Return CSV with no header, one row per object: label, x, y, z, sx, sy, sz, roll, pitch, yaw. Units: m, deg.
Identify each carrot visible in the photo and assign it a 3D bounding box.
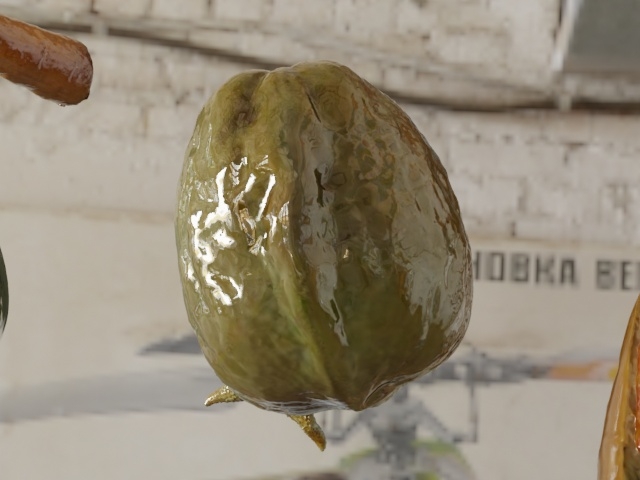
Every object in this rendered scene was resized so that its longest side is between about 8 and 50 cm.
carrot,-0.308,-0.192,1.630,0.072,0.072,0.205,-3,-13,30

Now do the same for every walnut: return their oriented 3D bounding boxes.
walnut,0.000,0.000,1.287,0.227,0.283,0.283,-15,-16,13

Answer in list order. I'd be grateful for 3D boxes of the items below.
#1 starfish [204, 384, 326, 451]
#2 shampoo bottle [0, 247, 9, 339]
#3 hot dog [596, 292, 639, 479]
starfish,-0.063,0.117,1.574,0.053,0.208,0.176,-16,-26,-42
shampoo bottle,-0.172,0.028,0.599,0.087,0.118,0.234,-27,12,0
hot dog,0.127,0.095,0.507,0.092,0.236,0.062,-12,-41,26
